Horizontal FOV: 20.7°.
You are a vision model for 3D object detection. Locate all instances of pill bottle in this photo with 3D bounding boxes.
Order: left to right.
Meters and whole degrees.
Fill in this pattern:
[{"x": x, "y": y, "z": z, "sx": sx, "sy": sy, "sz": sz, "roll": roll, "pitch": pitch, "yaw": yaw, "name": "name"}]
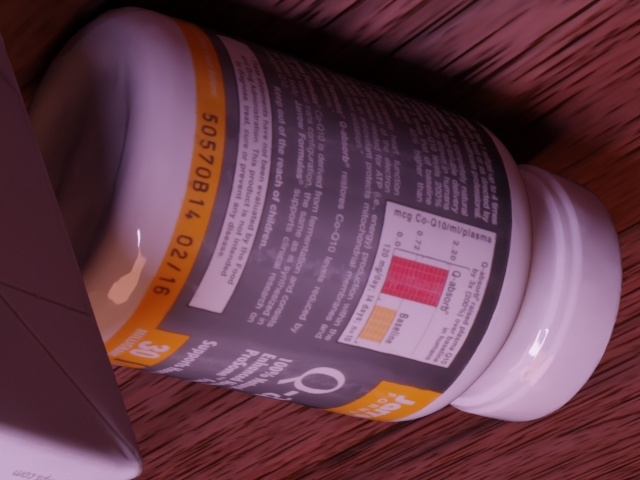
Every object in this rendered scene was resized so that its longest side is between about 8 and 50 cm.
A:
[{"x": 0.000, "y": 0.000, "z": 0.845, "sx": 0.278, "sy": 0.162, "sz": 0.162, "roll": 16, "pitch": 146, "yaw": -31, "name": "pill bottle"}]

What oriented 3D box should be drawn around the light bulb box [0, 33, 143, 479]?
[{"x": -0.323, "y": 0.038, "z": 0.592, "sx": 0.361, "sy": 0.225, "sz": 0.358, "roll": -30, "pitch": 152, "yaw": 17, "name": "light bulb box"}]
